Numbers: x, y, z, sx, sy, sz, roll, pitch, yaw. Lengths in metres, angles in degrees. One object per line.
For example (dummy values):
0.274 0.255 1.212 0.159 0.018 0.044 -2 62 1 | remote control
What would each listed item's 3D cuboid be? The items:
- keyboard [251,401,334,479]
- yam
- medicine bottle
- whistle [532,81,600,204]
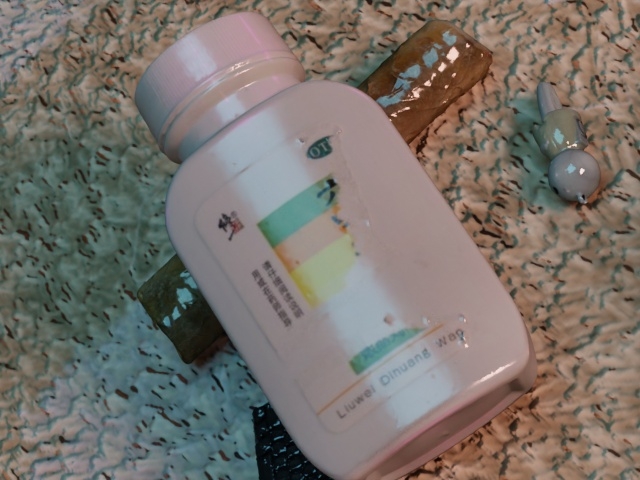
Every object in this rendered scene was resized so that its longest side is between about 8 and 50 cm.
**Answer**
-0.001 0.194 1.096 0.072 0.023 0.231 -21 56 17 | keyboard
-0.003 -0.039 1.202 0.300 0.066 0.066 -43 54 -2 | yam
0.000 0.000 1.100 0.161 0.111 0.296 -32 70 2 | medicine bottle
0.160 -0.064 1.154 0.035 0.035 0.100 -22 54 13 | whistle
